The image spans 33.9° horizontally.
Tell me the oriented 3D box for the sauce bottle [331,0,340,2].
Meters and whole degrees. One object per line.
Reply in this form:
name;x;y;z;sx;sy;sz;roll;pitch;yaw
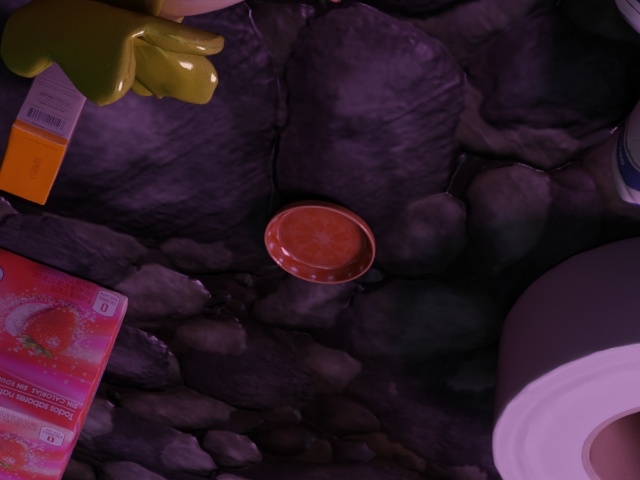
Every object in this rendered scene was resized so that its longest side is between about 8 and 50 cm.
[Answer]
sauce bottle;-0.042;-0.172;0.591;0.128;0.042;0.042;19;137;1

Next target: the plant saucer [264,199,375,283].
plant saucer;0.000;0.000;0.782;0.084;0.013;0.083;7;138;7

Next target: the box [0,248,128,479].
box;-0.333;0.087;0.867;0.300;0.142;0.154;22;138;-8

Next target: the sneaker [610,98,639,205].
sneaker;0.317;-0.031;0.621;0.296;0.111;0.131;22;154;-7

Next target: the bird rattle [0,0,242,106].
bird rattle;-0.097;-0.195;0.528;0.207;0.143;0.253;-23;93;4

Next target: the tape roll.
tape roll;0.272;0.124;0.779;0.286;0.100;0.286;8;137;8

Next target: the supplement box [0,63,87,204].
supplement box;-0.175;-0.081;0.679;0.036;0.098;0.062;22;136;-13

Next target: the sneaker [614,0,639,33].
sneaker;0.262;-0.157;0.482;0.226;0.086;0.163;1;148;-1
